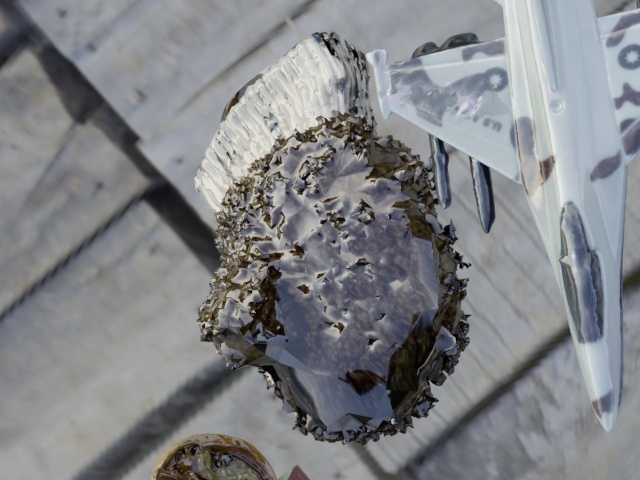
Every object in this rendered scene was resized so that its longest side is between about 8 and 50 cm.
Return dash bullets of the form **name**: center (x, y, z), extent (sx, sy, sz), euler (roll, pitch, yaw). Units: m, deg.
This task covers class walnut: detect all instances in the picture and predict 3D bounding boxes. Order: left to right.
- **walnut**: center (-0.097, 0.214, 1.593), extent (0.121, 0.052, 0.091), euler (14, 71, -26)

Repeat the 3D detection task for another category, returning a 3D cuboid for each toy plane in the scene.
- **toy plane**: center (0.102, -0.043, 0.755), extent (0.160, 0.082, 0.234), euler (-10, 92, 19)

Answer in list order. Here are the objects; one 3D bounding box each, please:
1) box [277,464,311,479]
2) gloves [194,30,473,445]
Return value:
- **box**: center (-0.018, 0.212, 1.436), extent (0.023, 0.082, 0.051), euler (-40, 94, 17)
- **gloves**: center (0.000, 0.005, 1.390), extent (0.210, 0.135, 0.312), euler (-31, 56, 3)
